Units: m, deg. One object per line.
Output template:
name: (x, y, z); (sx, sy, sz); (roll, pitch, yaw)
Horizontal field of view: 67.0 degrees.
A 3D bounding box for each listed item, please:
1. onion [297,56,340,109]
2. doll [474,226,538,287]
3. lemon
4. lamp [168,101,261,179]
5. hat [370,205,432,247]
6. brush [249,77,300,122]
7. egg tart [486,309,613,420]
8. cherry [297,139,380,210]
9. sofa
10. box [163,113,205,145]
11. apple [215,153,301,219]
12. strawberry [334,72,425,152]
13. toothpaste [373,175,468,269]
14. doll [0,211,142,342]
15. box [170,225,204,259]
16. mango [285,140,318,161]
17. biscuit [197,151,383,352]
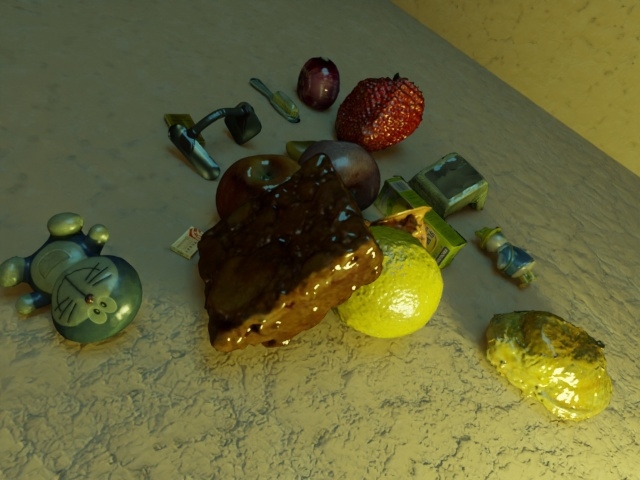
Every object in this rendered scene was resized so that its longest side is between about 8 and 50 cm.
onion: (-0.003, -0.647, 1.958); (0.200, 0.201, 0.208); (21, 46, -4)
doll: (0.611, 0.041, 1.589); (0.135, 0.099, 0.241); (-38, 62, -3)
lemon: (0.157, 0.101, 1.173); (0.321, 0.268, 0.268); (18, 40, -21)
lamp: (-0.293, -0.313, 1.500); (0.283, 0.124, 0.203); (-33, 92, -48)
hat: (0.239, 0.046, 1.381); (0.244, 0.233, 0.234); (-5, 77, -60)
brush: (-0.175, -0.562, 1.869); (0.068, 0.060, 0.297); (-25, 61, -39)
egg tart: (0.629, 0.297, 1.291); (0.339, 0.153, 0.351); (-22, 60, -44)
cherry: (0.049, -0.200, 1.483); (0.261, 0.221, 0.307); (6, 24, -32)
sofa: (0.464, -0.177, 1.762); (0.225, 0.176, 0.210); (-33, 62, -13)
box: (-0.436, -0.354, 1.549); (0.088, 0.022, 0.156); (-12, 53, -34)
apple: (-0.147, -0.116, 1.284); (0.253, 0.254, 0.254); (14, 42, -13)
strawberry: (0.203, -0.461, 1.834); (0.311, 0.267, 0.351); (24, 65, 41)
toothpaste: (0.308, -0.061, 1.537); (0.077, 0.110, 0.327); (-15, 55, -39)
doll: (-0.481, 0.087, 0.968); (0.258, 0.154, 0.228); (36, 75, 24)
box: (-0.329, 0.005, 1.227); (0.058, 0.015, 0.093); (27, 41, 6)
mango: (-0.041, -0.300, 1.647); (0.160, 0.076, 0.103); (10, 47, -12)
biscuit: (-0.071, 0.033, 1.058); (0.166, 0.394, 0.343); (46, 16, -46)
